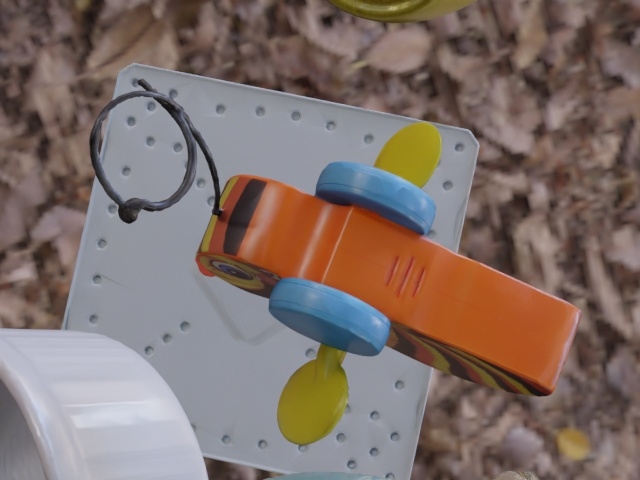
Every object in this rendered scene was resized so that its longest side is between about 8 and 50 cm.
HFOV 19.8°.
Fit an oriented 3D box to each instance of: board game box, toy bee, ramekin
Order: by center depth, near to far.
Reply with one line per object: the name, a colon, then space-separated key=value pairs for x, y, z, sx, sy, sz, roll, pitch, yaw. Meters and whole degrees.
toy bee: x=0.000 y=0.000 z=1.076 sx=0.298 sy=0.162 sz=0.195 roll=47 pitch=72 yaw=-12
ramekin: x=-0.193 y=0.187 z=1.198 sx=0.135 sy=0.277 sz=0.277 roll=-3 pitch=83 yaw=-43
board game box: x=-0.060 y=0.040 z=1.930 sx=0.050 sy=0.390 sz=0.389 roll=36 pitch=66 yaw=-84

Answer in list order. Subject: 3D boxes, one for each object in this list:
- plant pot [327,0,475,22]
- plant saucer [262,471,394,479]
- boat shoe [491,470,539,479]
plant pot: x=0.034 y=-0.146 z=0.782 sx=0.134 sy=0.134 sz=0.095 roll=54 pitch=30 yaw=-22
plant saucer: x=0.006 y=0.180 z=0.646 sx=0.037 sy=0.195 sz=0.195 roll=-28 pitch=102 yaw=-70
boat shoe: x=0.139 y=0.212 z=1.298 sx=0.109 sy=0.302 sz=0.098 roll=47 pitch=39 yaw=-83
